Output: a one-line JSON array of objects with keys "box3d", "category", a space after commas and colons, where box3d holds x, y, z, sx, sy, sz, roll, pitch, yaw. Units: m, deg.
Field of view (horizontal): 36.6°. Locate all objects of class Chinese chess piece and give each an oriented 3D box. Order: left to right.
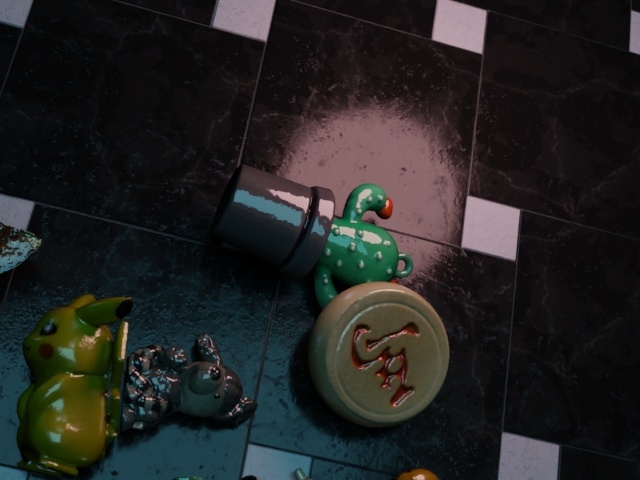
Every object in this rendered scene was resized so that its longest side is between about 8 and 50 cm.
[{"box3d": [0.109, 0.209, 1.786, 0.273, 0.102, 0.274, 0, 90, -20], "category": "Chinese chess piece"}]

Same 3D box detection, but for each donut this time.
[{"box3d": [-0.655, 0.018, 1.708, 0.294, 0.112, 0.151, 21, 68, -4], "category": "donut"}]

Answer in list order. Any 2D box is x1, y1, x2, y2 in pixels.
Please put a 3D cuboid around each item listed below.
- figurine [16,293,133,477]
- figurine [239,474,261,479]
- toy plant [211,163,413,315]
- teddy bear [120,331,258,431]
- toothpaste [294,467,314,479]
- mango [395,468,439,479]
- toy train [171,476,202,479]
[{"box3d": [-0.416, 0.233, 1.634, 0.169, 0.218, 0.327, 8, 74, -34], "category": "figurine"}, {"box3d": [-0.075, 0.505, 1.542, 0.204, 0.332, 0.185, 40, 70, 14], "category": "figurine"}, {"box3d": [0.003, -0.011, 1.850, 0.400, 0.185, 0.280, 23, 55, -14], "category": "toy plant"}, {"box3d": [-0.238, 0.240, 1.708, 0.250, 0.144, 0.171, -7, 62, -19], "category": "teddy bear"}, {"box3d": [0.002, 0.496, 1.725, 0.057, 0.035, 0.197, -24, 80, -17], "category": "toothpaste"}, {"box3d": [0.166, 0.491, 1.739, 0.111, 0.089, 0.163, 27, 73, -4], "category": "mango"}, {"box3d": [-0.230, 0.487, 1.632, 0.071, 0.104, 0.178, 5, 68, -17], "category": "toy train"}]
